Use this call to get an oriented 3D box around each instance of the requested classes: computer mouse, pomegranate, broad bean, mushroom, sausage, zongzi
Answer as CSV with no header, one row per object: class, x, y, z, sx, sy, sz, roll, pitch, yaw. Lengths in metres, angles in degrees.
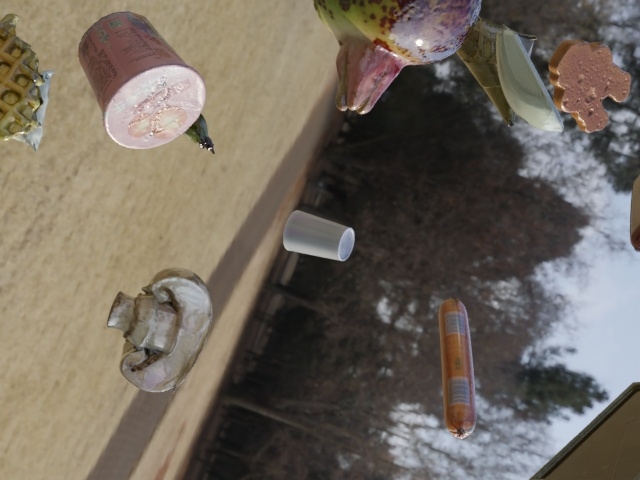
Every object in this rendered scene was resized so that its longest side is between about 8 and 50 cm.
computer mouse,0.280,-0.224,1.232,0.181,0.056,0.089,69,12,18
pomegranate,0.079,-0.269,1.059,0.214,0.214,0.247,98,13,-88
broad bean,-0.364,-0.330,2.188,0.077,0.339,0.061,-33,154,-36
mushroom,-0.332,0.170,1.791,0.189,0.195,0.253,-174,-76,-80
sausage,0.232,0.206,1.493,0.347,0.053,0.053,-82,-170,-56
zongzi,0.270,-0.292,1.482,0.078,0.160,0.176,115,-5,-70

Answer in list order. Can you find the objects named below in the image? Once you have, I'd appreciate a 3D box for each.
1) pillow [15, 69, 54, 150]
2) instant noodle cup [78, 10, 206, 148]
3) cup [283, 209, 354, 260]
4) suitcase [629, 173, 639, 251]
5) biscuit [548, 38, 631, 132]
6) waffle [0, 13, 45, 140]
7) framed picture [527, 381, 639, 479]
pillow,-0.591,-0.249,1.489,0.078,0.254,0.144,-151,-105,-77
instant noodle cup,-0.415,-0.367,1.979,0.243,0.231,0.243,-26,149,-17
cup,0.000,0.000,1.570,0.074,0.116,0.104,-66,154,-20
suitcase,0.772,-0.088,1.848,0.236,0.161,0.297,-58,180,36
biscuit,0.705,-0.421,2.332,0.202,0.334,0.047,-56,-135,7
waffle,-0.564,-0.252,1.377,0.052,0.254,0.245,115,-36,-70
framed picture,0.721,0.440,2.018,0.446,0.028,0.326,-31,-177,-30
